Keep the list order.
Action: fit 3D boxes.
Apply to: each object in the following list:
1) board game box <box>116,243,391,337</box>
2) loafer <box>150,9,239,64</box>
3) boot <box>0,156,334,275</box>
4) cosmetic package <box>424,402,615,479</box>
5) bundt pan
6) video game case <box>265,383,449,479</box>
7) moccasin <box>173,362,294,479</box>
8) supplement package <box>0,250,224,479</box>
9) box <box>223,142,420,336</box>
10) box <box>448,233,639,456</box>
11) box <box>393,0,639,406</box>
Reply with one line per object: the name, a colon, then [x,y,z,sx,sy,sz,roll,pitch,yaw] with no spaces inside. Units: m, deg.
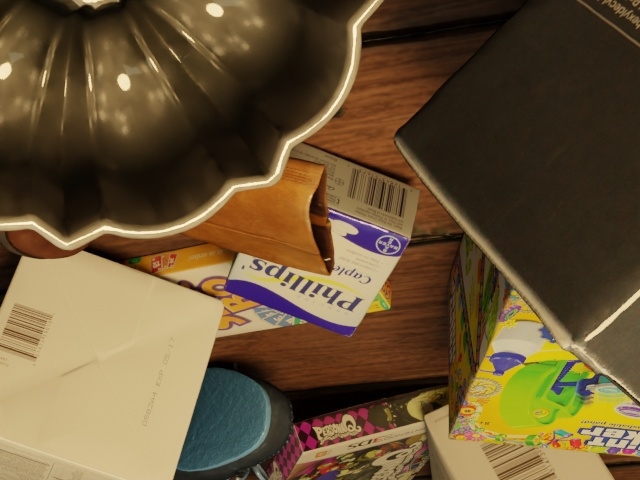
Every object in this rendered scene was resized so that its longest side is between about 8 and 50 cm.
board game box: [-0.073,0.044,1.171,0.259,0.039,0.124,-9,142,22]
loafer: [-0.167,-0.163,0.820,0.366,0.134,0.130,4,120,-17]
boot: [-0.121,-0.028,0.957,0.280,0.096,0.264,13,152,6]
cosmetic package: [0.231,0.327,1.379,0.155,0.197,0.365,-24,147,-7]
bundt pan: [-0.135,-0.168,0.684,0.331,0.124,0.331,-5,110,-14]
video game case: [0.041,0.252,1.387,0.210,0.042,0.232,-10,151,-23]
moccasin: [-0.132,0.220,1.372,0.117,0.138,0.342,24,155,-34]
supplement package: [-0.241,0.163,1.174,0.198,0.199,0.263,21,148,-10]
box: [0.000,0.000,1.027,0.126,0.072,0.137,21,133,-7]
box: [0.274,0.048,1.016,0.290,0.177,0.279,5,147,-2]
box: [0.299,-0.071,0.664,0.395,0.212,0.293,-45,130,9]
